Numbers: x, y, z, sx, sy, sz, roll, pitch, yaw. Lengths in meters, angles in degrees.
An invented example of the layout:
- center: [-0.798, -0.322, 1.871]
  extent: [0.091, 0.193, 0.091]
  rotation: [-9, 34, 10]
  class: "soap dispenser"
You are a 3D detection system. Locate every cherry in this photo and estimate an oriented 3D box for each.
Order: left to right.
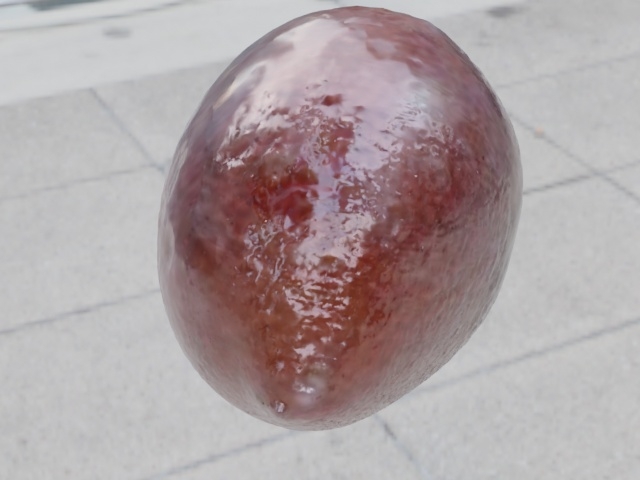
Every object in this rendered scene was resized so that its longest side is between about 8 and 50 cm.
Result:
- center: [-0.002, -0.008, 0.741]
  extent: [0.206, 0.239, 0.239]
  rotation: [42, 47, 20]
  class: "cherry"
